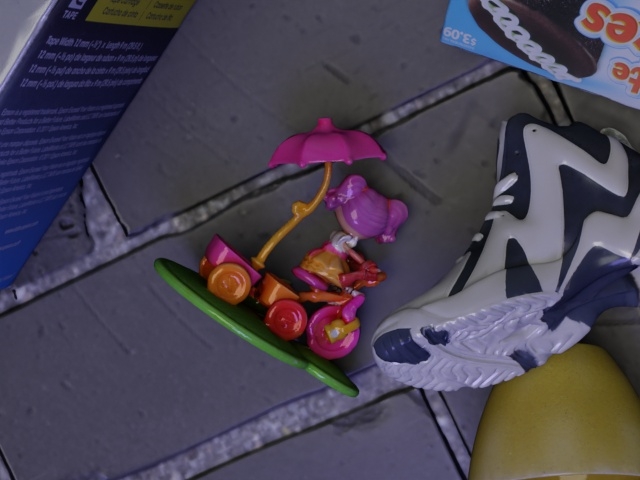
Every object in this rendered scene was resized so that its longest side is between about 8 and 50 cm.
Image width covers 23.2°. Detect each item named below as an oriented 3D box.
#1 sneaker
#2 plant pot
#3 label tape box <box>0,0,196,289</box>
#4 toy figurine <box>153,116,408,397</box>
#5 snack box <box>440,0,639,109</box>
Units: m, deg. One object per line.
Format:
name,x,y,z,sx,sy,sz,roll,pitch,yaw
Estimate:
sneaker,0.124,-0.005,1.030,0.235,0.094,0.153,-27,51,-1
plant pot,0.163,0.123,1.049,0.134,0.134,0.095,-7,70,13
label tape box,-0.206,-0.117,1.029,0.115,0.249,0.347,34,102,6
toy figurine,0.000,0.000,1.080,0.173,0.130,0.159,34,93,-15
snack box,0.249,-0.160,0.978,0.322,0.060,0.187,20,135,9
